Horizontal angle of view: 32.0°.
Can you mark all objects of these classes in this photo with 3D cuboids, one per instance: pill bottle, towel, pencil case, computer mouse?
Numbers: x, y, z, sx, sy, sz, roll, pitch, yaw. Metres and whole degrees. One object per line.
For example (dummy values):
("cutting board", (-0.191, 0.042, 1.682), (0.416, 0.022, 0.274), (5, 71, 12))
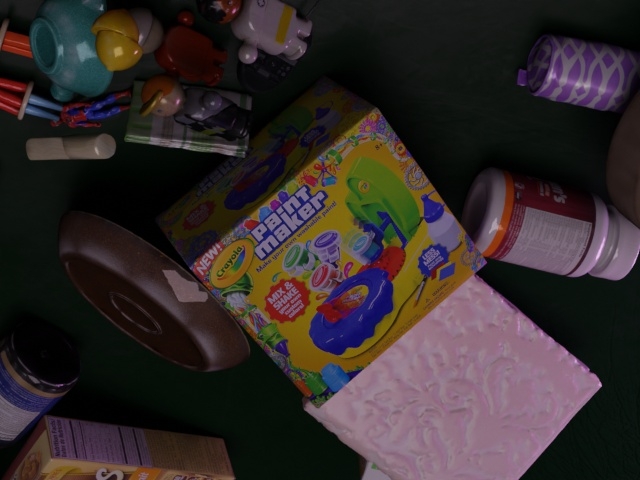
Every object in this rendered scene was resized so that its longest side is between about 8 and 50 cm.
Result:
("pill bottle", (-0.462, 0.228, 1.642), (0.123, 0.123, 0.219), (34, 117, -24))
("towel", (0.193, 0.223, 1.632), (0.332, 0.053, 0.317), (40, 95, -15))
("pencil case", (0.363, -0.203, 1.413), (0.206, 0.088, 0.086), (13, 81, -12))
("towel", (-0.164, -0.152, 1.397), (0.152, 0.113, 0.023), (6, 136, -6))
("pill bottle", (0.312, -0.018, 1.513), (0.221, 0.121, 0.121), (13, 124, -13))
("computer mouse", (-0.022, -0.280, 1.365), (0.071, 0.041, 0.242), (30, 112, -32))

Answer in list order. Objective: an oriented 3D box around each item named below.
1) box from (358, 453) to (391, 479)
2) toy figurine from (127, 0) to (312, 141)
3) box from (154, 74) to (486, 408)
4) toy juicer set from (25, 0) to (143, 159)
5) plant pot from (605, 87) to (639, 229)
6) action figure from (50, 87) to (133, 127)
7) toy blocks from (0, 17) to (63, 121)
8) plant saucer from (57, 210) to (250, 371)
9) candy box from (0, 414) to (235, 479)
("box", (0.166, 0.321, 1.750), (0.203, 0.114, 0.103), (10, 123, -9))
("toy figurine", (-0.130, -0.241, 1.273), (0.148, 0.209, 0.213), (21, 123, -33))
("box", (0.000, 0.000, 1.420), (0.290, 0.177, 0.279), (-41, 120, -3))
("toy juicer set", (-0.261, -0.217, 1.279), (0.089, 0.209, 0.329), (-19, 126, -40))
("plant pot", (0.555, -0.069, 1.335), (0.323, 0.280, 0.323), (-16, 134, -17))
("action figure", (-0.293, -0.165, 1.431), (0.115, 0.030, 0.038), (-13, 130, 8))
("toy blocks", (-0.382, -0.212, 1.376), (0.148, 0.054, 0.123), (18, 121, -17))
("plant saucer", (-0.233, 0.081, 1.475), (0.311, 0.050, 0.310), (31, 157, 15))
("candy box", (-0.315, 0.373, 1.720), (0.316, 0.087, 0.183), (15, 126, -36))
